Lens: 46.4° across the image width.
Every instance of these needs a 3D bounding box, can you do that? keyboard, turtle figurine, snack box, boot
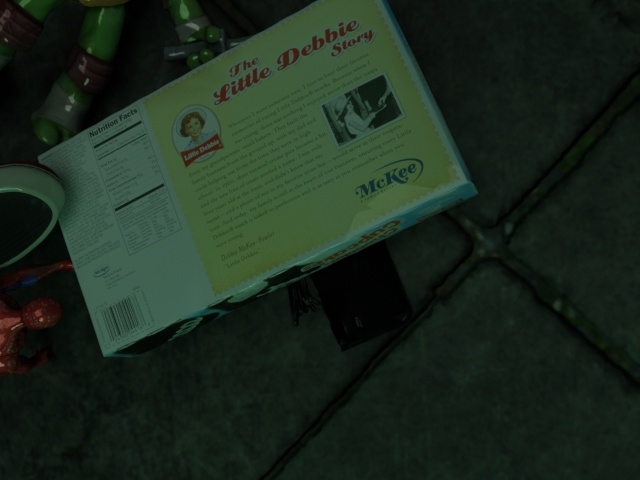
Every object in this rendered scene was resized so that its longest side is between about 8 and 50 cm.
[{"bbox_3d":[0.000,0.000,0.652,0.100,0.038,0.192,-20,83,-12],"label":"keyboard"},{"bbox_3d":[-0.170,-0.191,0.604,0.274,0.198,0.266,42,101,14],"label":"turtle figurine"},{"bbox_3d":[-0.060,-0.053,0.606,0.322,0.060,0.187,-25,76,12],"label":"snack box"},{"bbox_3d":[-0.319,-0.053,0.657,0.244,0.088,0.176,-20,49,21],"label":"boot"}]

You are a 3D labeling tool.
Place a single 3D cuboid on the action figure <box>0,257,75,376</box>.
[{"bbox_3d":[-0.308,0.083,0.691,0.280,0.139,0.092,-16,89,34],"label":"action figure"}]
